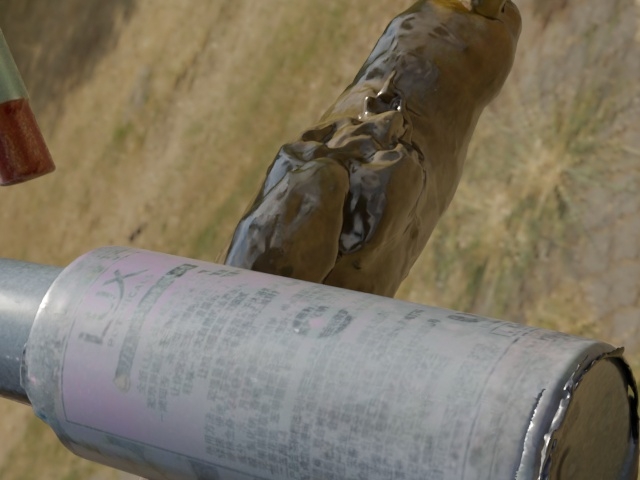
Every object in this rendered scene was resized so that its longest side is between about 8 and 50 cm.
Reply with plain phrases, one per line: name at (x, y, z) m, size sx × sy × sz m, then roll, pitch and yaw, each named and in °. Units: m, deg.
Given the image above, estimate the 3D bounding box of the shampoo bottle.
shampoo bottle at (-0.019, 0.042, 0.420) m, size 0.214 × 0.072 × 0.072 m, roll 10°, pitch 82°, yaw 34°

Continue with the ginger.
ginger at (0.001, -0.001, 0.626) m, size 0.333 × 0.080 × 0.166 m, roll -52°, pitch -19°, yaw -42°

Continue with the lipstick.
lipstick at (-0.213, -0.148, 0.836) m, size 0.068 × 0.061 × 0.274 m, roll -107°, pitch -2°, yaw -64°
